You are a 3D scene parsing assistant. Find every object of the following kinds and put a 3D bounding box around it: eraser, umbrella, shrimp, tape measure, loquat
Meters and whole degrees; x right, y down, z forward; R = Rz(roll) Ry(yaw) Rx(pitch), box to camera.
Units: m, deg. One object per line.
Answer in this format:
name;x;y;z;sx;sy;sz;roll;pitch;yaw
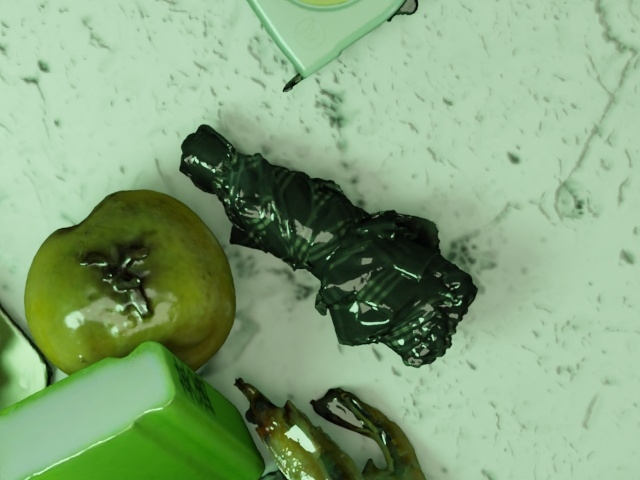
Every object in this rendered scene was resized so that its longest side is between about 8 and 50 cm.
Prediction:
eraser;-0.191;0.211;1.772;0.210;0.274;0.092;-27;63;8
umbrella;-0.004;0.012;1.820;0.337;0.128;0.154;23;83;4
shrimp;0.026;0.219;1.856;0.145;0.059;0.254;-30;76;-29
tape measure;-0.042;-0.348;1.772;0.215;0.098;0.351;-34;99;8
loquat;-0.195;0.048;1.782;0.213;0.213;0.213;0;98;2

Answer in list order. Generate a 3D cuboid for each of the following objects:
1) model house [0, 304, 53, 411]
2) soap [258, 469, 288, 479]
model house;-0.421;0.151;1.768;0.205;0.278;0.218;-40;94;8
soap;-0.104;0.504;1.842;0.435;0.213;0.350;-42;91;7
